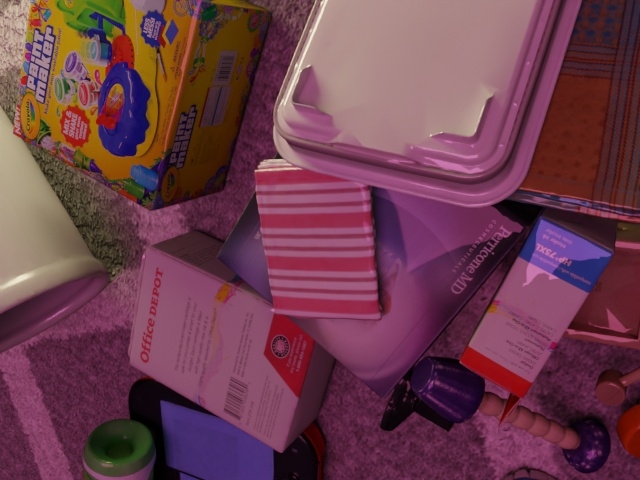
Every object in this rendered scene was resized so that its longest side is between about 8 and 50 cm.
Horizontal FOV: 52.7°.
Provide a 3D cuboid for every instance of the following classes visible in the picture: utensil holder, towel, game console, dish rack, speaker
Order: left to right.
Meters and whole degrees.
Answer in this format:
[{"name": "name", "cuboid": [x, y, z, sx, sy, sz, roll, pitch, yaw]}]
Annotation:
[{"name": "utensil holder", "cuboid": [-0.600, -0.018, 1.089, 0.327, 0.327, 0.386, -35, 85, 29]}, {"name": "speaker", "cuboid": [-0.363, 0.470, 1.165, 0.131, 0.131, 0.297, 20, 118, 20]}, {"name": "game console", "cuboid": [-0.174, 0.422, 1.148, 0.386, 0.060, 0.342, 11, 108, 24]}, {"name": "towel", "cuboid": [0.000, 0.000, 0.760, 0.144, 0.029, 0.197, 1, 107, 26]}, {"name": "dish rack", "cuboid": [0.105, -0.217, 0.667, 0.285, 0.072, 0.333, 16, 80, 23]}, {"name": "towel", "cuboid": [0.269, -0.154, 0.646, 0.370, 0.040, 0.272, 12, 76, 22]}]

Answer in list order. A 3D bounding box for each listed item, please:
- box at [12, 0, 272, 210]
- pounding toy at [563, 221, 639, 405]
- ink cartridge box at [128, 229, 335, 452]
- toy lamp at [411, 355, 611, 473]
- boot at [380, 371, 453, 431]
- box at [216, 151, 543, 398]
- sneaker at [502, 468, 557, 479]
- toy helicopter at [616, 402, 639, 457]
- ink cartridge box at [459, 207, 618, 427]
[{"name": "box", "cuboid": [-0.265, -0.242, 0.944, 0.279, 0.177, 0.290, 27, 114, 18]}, {"name": "pounding toy", "cuboid": [0.356, 0.086, 0.776, 0.181, 0.094, 0.206, 7, 109, 24]}, {"name": "ink cartridge box", "cuboid": [-0.132, 0.146, 1.008, 0.306, 0.131, 0.226, 25, 114, 21]}, {"name": "toy lamp", "cuboid": [0.237, 0.214, 0.805, 0.274, 0.080, 0.080, 24, 118, -17]}, {"name": "boot", "cuboid": [0.150, 0.251, 0.953, 0.099, 0.045, 0.121, 23, 115, 12]}, {"name": "box", "cuboid": [0.076, -0.016, 0.837, 0.294, 0.182, 0.296, 38, 117, 10]}, {"name": "sneaker", "cuboid": [0.367, 0.454, 0.842, 0.330, 0.147, 0.130, 31, 115, 15]}, {"name": "toy helicopter", "cuboid": [0.495, 0.173, 0.692, 0.234, 0.140, 0.355, 2, 126, -2]}, {"name": "ink cartridge box", "cuboid": [0.227, 0.073, 0.703, 0.078, 0.134, 0.231, 29, 116, 15]}]
